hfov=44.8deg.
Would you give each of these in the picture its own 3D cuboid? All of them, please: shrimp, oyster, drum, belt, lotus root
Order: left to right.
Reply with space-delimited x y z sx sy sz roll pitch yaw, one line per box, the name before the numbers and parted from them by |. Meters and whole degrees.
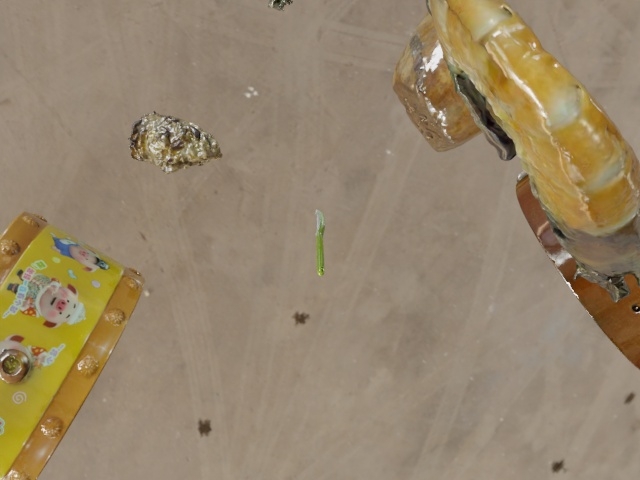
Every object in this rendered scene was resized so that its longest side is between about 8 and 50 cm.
drum | -0.456 0.181 1.164 0.214 0.431 0.431 32 94 -14
oyster | -0.273 -0.177 1.469 0.177 0.056 0.105 19 101 -9
lotus root | 0.278 -0.346 1.704 0.250 0.316 0.316 -48 128 -10
shrimp | 0.207 -0.076 0.728 0.085 0.272 0.445 -39 136 8
belt | 0.410 0.016 1.073 0.122 0.338 0.217 -37 176 28

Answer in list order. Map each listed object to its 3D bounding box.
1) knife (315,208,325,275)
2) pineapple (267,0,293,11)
knife | 0.000 0.000 1.741 0.026 0.184 0.022 -29 137 34
pineapple | -0.066 -0.603 1.834 0.197 0.108 0.108 -60 137 -37
